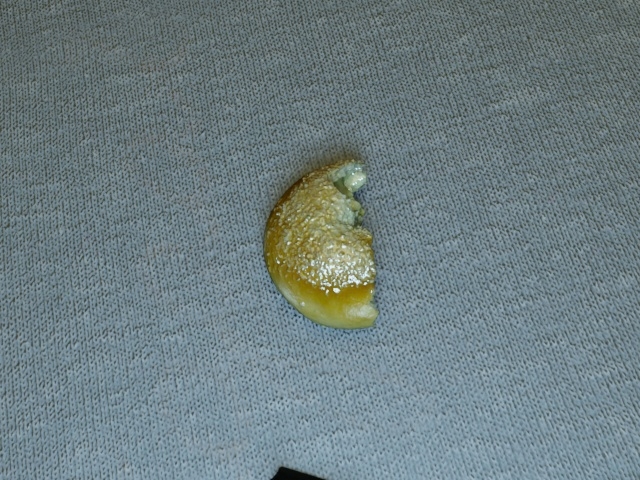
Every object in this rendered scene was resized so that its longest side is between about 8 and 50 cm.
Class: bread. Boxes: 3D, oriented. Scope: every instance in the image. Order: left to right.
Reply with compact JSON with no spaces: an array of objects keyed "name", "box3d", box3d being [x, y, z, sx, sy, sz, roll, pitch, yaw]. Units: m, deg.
[{"name":"bread","box3d":[-0.004,-0.003,1.434,0.192,0.171,0.313,-2,65,-2]}]

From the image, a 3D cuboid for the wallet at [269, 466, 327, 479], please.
[{"name":"wallet","box3d":[0.061,0.402,1.266,0.286,0.146,0.030,13,81,8]}]
